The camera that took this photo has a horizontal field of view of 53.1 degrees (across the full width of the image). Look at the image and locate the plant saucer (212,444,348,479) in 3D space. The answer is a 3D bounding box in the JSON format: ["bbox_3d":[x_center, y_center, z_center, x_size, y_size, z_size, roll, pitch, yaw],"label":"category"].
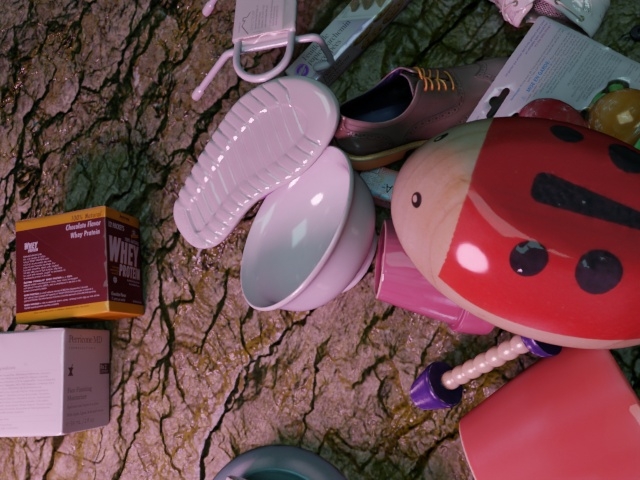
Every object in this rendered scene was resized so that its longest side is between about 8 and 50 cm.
[{"bbox_3d":[-0.074,0.514,1.087,0.317,0.043,0.318,-3,79,13],"label":"plant saucer"}]

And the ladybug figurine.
[{"bbox_3d":[0.314,-0.025,0.837,0.448,0.162,0.305,17,74,7],"label":"ladybug figurine"}]

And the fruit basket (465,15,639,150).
[{"bbox_3d":[0.418,-0.150,1.036,0.353,0.165,0.327,34,89,22],"label":"fruit basket"}]

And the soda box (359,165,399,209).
[{"bbox_3d":[0.155,-0.079,1.127,0.183,0.063,0.058,20,82,17],"label":"soda box"}]

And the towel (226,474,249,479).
[{"bbox_3d":[-0.044,0.586,0.998,0.320,0.090,0.375,6,82,15],"label":"towel"}]

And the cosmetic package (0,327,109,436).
[{"bbox_3d":[-0.492,0.256,1.175,0.151,0.151,0.184,-5,80,12],"label":"cosmetic package"}]

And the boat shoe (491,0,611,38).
[{"bbox_3d":[0.359,-0.425,1.124,0.276,0.098,0.096,22,85,15],"label":"boat shoe"}]

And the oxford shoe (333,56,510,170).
[{"bbox_3d":[0.192,-0.237,1.088,0.363,0.133,0.130,-25,61,-6],"label":"oxford shoe"}]

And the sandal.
[{"bbox_3d":[-0.121,-0.143,1.145,0.416,0.102,0.169,-37,85,31],"label":"sandal"}]

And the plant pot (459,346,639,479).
[{"bbox_3d":[0.353,0.298,0.923,0.243,0.275,0.275,-30,74,16],"label":"plant pot"}]

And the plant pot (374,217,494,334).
[{"bbox_3d":[0.182,0.039,1.010,0.180,0.201,0.202,7,81,0],"label":"plant pot"}]

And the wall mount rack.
[{"bbox_3d":[-0.122,-0.406,1.186,0.303,0.130,0.350,-5,68,19],"label":"wall mount rack"}]

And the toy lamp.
[{"bbox_3d":[0.241,0.195,0.984,0.274,0.080,0.080,-41,69,44],"label":"toy lamp"}]

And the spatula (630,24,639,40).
[{"bbox_3d":[0.675,-0.331,1.067,0.296,0.030,0.084,14,83,16],"label":"spatula"}]

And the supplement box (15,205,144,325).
[{"bbox_3d":[-0.454,0.054,1.214,0.191,0.129,0.194,-9,78,12],"label":"supplement box"}]

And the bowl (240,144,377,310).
[{"bbox_3d":[0.000,0.000,1.084,0.298,0.134,0.298,-37,39,37],"label":"bowl"}]

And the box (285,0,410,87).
[{"bbox_3d":[0.071,-0.404,1.207,0.324,0.067,0.063,-46,73,1],"label":"box"}]
